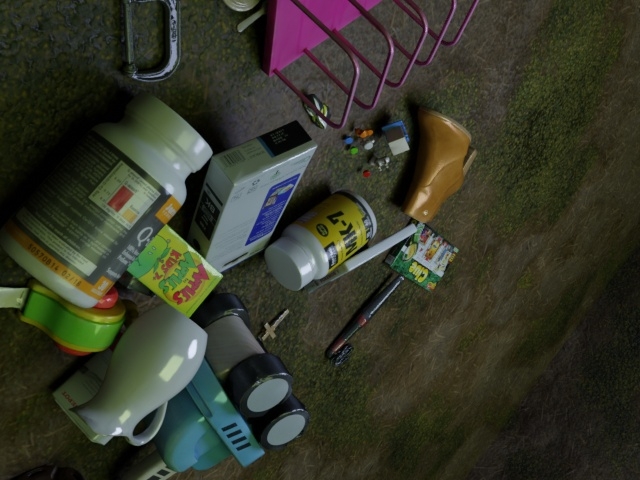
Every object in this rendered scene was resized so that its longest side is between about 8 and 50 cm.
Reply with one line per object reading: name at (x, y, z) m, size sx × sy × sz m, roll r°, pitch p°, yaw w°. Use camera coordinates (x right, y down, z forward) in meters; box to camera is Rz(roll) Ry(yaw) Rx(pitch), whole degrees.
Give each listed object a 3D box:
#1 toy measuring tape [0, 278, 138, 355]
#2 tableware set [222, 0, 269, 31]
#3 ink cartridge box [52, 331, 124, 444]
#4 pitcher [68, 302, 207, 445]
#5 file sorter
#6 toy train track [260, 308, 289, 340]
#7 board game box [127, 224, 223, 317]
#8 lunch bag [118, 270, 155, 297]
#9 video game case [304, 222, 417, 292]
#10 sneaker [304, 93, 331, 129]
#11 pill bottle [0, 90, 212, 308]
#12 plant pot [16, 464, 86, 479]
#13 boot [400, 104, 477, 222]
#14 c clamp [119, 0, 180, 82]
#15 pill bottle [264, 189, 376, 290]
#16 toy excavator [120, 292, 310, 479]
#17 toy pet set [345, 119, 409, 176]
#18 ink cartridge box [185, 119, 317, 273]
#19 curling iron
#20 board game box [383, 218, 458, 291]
toy measuring tape at (-0.392, 0.109, 1.065) m, size 0.330 × 0.121 × 0.121 m, roll 8°, pitch 111°, yaw -52°
tableware set at (-0.085, -0.406, 1.077) m, size 0.194 × 0.039 × 0.128 m, roll -43°, pitch 134°, yaw -25°
ink cartridge box at (-0.345, 0.245, 1.225) m, size 0.150 × 0.109 × 0.063 m, roll -43°, pitch 163°, yaw -16°
pitcher at (-0.260, 0.213, 1.144) m, size 0.207 × 0.125 × 0.177 m, roll -54°, pitch 150°, yaw -14°
file sorter at (0.082, -0.339, 1.145) m, size 0.291 × 0.182 × 0.202 m, roll -40°, pitch 167°, yaw -22°
toy train track at (-0.098, 0.174, 1.551) m, size 0.083 × 0.014 × 0.048 m, roll -47°, pitch 137°, yaw -21°
board game box at (-0.243, 0.036, 1.157) m, size 0.092 × 0.043 × 0.181 m, roll -52°, pitch 132°, yaw -12°
lunch bag at (-0.279, 0.051, 1.201) m, size 0.071 × 0.053 × 0.083 m, roll -60°, pitch 148°, yaw -5°
video game case at (0.082, 0.038, 1.549) m, size 0.201 × 0.023 × 0.183 m, roll -29°, pitch 177°, yaw -33°
sneaker at (-0.004, -0.236, 1.320) m, size 0.035 × 0.031 × 0.083 m, roll -58°, pitch 152°, yaw -20°
pill bottle at (-0.286, -0.058, 1.012) m, size 0.278 × 0.162 × 0.162 m, roll -50°, pitch 145°, yaw -8°
plant pot at (-0.462, 0.487, 1.261) m, size 0.167 × 0.167 × 0.165 m, roll -15°, pitch 121°, yaw -43°
boot at (0.237, -0.150, 1.605) m, size 0.211 × 0.104 × 0.295 m, roll -57°, pitch 149°, yaw 2°
c clamp at (-0.245, -0.285, 1.003) m, size 0.137 × 0.022 × 0.160 m, roll -32°, pitch 138°, yaw -37°
pill bottle at (0.000, 0.000, 1.418) m, size 0.208 × 0.119 × 0.119 m, roll -38°, pitch 142°, yaw -32°
toy excavator at (-0.257, 0.373, 1.397) m, size 0.445 × 0.222 × 0.433 m, roll -30°, pitch 140°, yaw -11°
toy pet set at (0.114, -0.203, 1.476) m, size 0.114 × 0.065 × 0.122 m, roll -20°, pitch 141°, yaw 10°
ink cartridge box at (-0.128, -0.053, 1.220) m, size 0.165 × 0.065 × 0.332 m, roll -30°, pitch 163°, yaw -32°
curling iron at (0.106, 0.190, 1.785) m, size 0.274 × 0.035 × 0.068 m, roll -53°, pitch 149°, yaw -3°
board game box at (0.255, 0.038, 1.844) m, size 0.136 × 0.030 × 0.260 m, roll -56°, pitch 145°, yaw 4°
